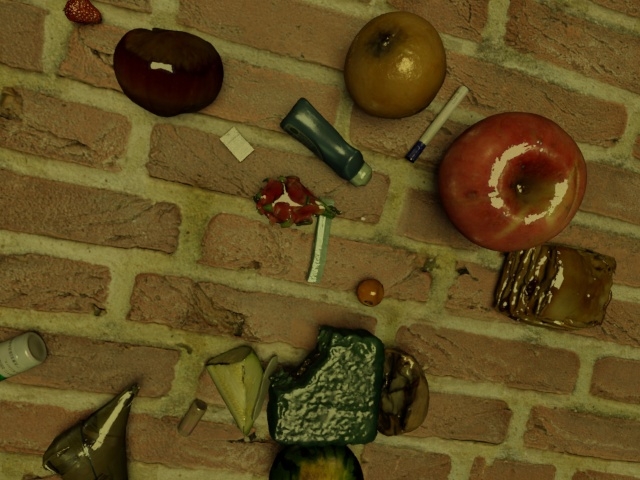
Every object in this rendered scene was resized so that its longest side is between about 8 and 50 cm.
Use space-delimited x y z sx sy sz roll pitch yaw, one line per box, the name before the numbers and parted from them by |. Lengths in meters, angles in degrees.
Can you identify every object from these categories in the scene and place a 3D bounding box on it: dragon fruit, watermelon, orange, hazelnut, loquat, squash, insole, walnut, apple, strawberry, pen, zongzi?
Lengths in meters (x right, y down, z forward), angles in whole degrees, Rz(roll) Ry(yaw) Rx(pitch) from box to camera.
dragon fruit | -0.061 -0.095 1.161 0.236 0.137 0.135 18 108 6
watermelon | -0.010 0.672 1.213 0.270 0.269 0.268 -1 97 -10
orange | 0.144 0.150 1.266 0.084 0.083 0.083 -1 97 -10
hazelnut | -0.359 -0.399 1.062 0.252 0.217 0.216 -13 99 -32
loquat | 0.187 -0.442 1.119 0.264 0.263 0.262 -1 97 -10
squash | -0.190 0.423 1.225 0.170 0.093 0.251 -18 102 38
insole | -0.159 0.421 1.256 0.010 0.063 0.191 17 90 23
walnut | 0.240 0.443 1.263 0.142 0.204 0.237 13 94 -25
apple | 0.490 -0.154 1.169 0.365 0.364 0.362 -1 97 -10
strawberry | -0.579 -0.556 1.069 0.083 0.073 0.073 28 91 -35
pen | 0.336 -0.336 1.266 0.033 0.033 0.269 37 89 -12
zongzi | -0.538 0.559 1.180 0.289 0.123 0.260 -34 105 -8

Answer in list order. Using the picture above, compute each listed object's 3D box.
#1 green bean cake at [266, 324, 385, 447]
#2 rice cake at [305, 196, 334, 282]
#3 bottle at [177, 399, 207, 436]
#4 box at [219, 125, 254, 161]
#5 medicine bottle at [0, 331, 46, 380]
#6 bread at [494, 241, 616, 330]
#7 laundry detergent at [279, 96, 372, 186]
green bean cake | 0.011 0.393 1.223 0.301 0.169 0.307 7 91 -12
rice cake | 0.000 0.000 1.242 0.045 0.042 0.244 8 95 -13
bottle | -0.362 0.501 1.237 0.045 0.045 0.096 33 91 -12
box | -0.224 -0.258 1.183 0.053 0.024 0.083 -43 103 -3
medicine bottle | -0.844 0.321 1.110 0.260 0.095 0.095 -23 100 -6
bread | 0.720 0.143 1.318 0.325 0.167 0.277 14 94 -10
laundry detergent | 0.031 -0.250 1.172 0.290 0.143 0.094 38 82 -16
